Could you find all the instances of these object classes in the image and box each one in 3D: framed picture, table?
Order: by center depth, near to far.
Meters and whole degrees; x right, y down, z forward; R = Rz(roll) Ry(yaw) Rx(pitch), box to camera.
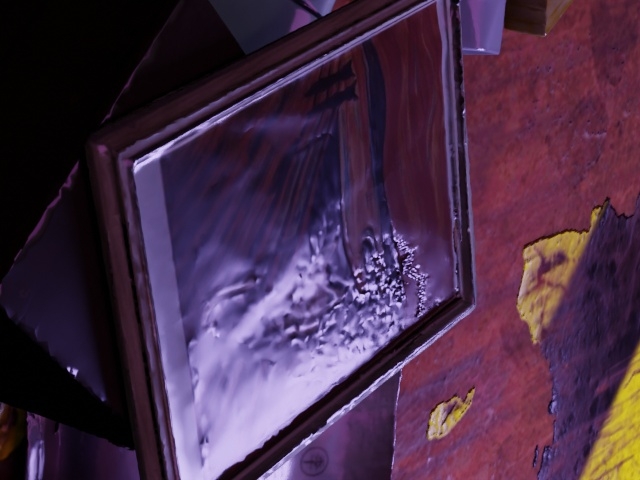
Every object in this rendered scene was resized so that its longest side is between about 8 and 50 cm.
[{"bbox_3d":[-0.136,-0.022,0.809,0.169,0.193,0.172,-60,141,-20],"label":"table"},{"bbox_3d":[0.000,0.000,0.820,0.273,0.016,0.216,-35,128,-43],"label":"framed picture"}]

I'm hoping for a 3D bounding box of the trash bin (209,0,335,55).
[{"bbox_3d":[-0.066,-0.112,0.957,0.116,0.059,0.130,29,78,-19],"label":"trash bin"}]

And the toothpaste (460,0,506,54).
[{"bbox_3d":[0.095,-0.313,1.140,0.125,0.080,0.371,0,94,-50],"label":"toothpaste"}]

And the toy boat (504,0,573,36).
[{"bbox_3d":[0.209,-0.239,1.310,0.226,0.068,0.088,-56,146,-26],"label":"toy boat"}]

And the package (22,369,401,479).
[{"bbox_3d":[-0.069,0.137,1.033,0.251,0.062,0.204,1,103,-28],"label":"package"}]
